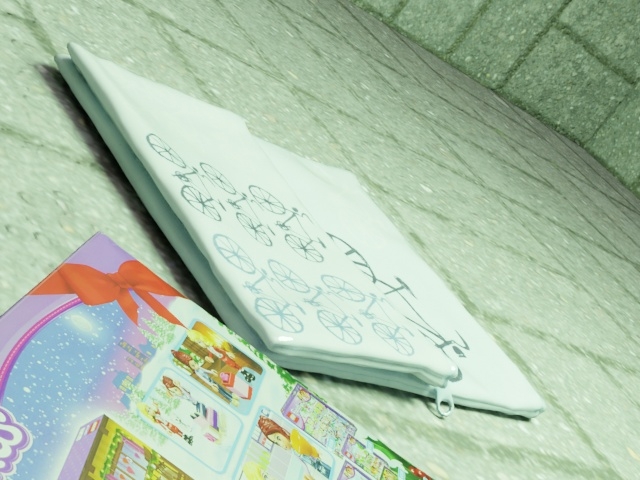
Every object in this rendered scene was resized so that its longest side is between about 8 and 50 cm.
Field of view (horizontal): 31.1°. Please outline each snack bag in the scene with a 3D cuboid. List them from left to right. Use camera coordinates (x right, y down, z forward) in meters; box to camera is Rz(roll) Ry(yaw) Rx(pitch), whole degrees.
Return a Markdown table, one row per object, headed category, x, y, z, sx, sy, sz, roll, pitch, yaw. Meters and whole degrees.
| category | x | y | z | sx | sy | sz | roll | pitch | yaw |
| --- | --- | --- | --- | --- | --- | --- | --- | --- | --- |
| snack bag | 0.000 | 0.000 | 0.832 | 0.342 | 0.037 | 0.323 | 20 | 24 | -47 |

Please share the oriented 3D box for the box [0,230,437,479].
| category | x | y | z | sx | sy | sz | roll | pitch | yaw |
| --- | --- | --- | --- | --- | --- | --- | --- | --- | --- |
| box | -0.051 | 0.113 | 0.384 | 0.201 | 0.057 | 0.293 | 38 | 17 | -4 |
